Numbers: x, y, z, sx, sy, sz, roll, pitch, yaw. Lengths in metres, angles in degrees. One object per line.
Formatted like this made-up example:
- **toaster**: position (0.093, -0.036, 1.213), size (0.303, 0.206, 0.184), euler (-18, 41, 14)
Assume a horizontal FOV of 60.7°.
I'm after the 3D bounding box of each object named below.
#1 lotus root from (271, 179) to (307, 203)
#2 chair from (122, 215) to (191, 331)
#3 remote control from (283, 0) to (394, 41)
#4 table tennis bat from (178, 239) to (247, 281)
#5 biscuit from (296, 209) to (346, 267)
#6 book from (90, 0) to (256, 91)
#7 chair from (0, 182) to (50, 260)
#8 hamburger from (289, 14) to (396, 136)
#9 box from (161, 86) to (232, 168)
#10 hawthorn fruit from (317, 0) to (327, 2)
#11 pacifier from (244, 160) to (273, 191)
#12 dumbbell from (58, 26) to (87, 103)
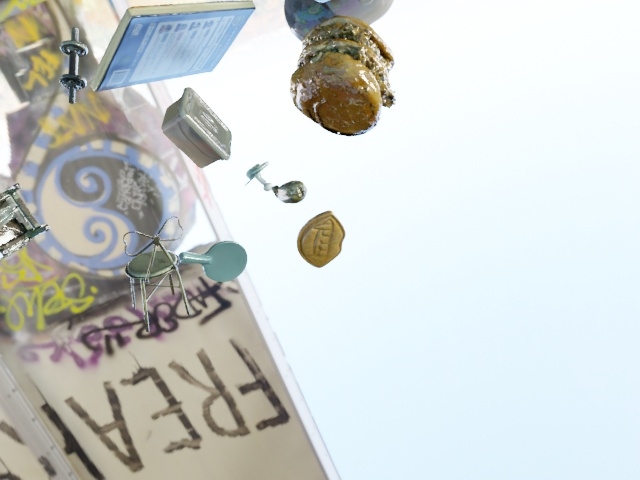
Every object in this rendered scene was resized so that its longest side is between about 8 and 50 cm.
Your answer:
- **lotus root**: position (-0.109, -0.172, 1.956), size (0.165, 0.088, 0.088), euler (2, -150, 45)
- **chair**: position (-0.455, 0.071, 1.498), size (0.159, 0.326, 0.170), euler (-20, -145, -28)
- **remote control**: position (0.055, -0.676, 1.520), size (0.332, 0.221, 0.103), euler (-32, 179, 4)
- **table tennis bat**: position (-0.343, 0.064, 1.760), size (0.237, 0.149, 0.038), euler (6, -157, -36)
- **biscuit**: position (0.000, 0.000, 1.592), size (0.141, 0.221, 0.029), euler (5, -137, -12)
- **book**: position (-0.399, -0.541, 1.514), size (0.428, 0.039, 0.300), euler (-30, 176, -46)
- **chair**: position (-0.826, -0.031, 1.403), size (0.270, 0.147, 0.136), euler (-13, -157, 48)
- **hamburger**: position (0.063, -0.387, 1.291), size (0.245, 0.260, 0.211), euler (108, 1, -68)
- **box**: position (-0.210, -0.186, 0.929), size (0.062, 0.122, 0.089), euler (-26, -139, 19)
- **hawthorn fruit**: position (0.004, -0.568, 1.219), size (0.077, 0.077, 0.077), euler (-19, -160, 7)
- **pacifier**: position (-0.224, -0.242, 2.105), size (0.126, 0.116, 0.150), euler (-41, -172, 20)
- **dumbbell**: position (-0.771, -0.547, 1.704), size (0.081, 0.254, 0.081), euler (-3, 168, -1)
